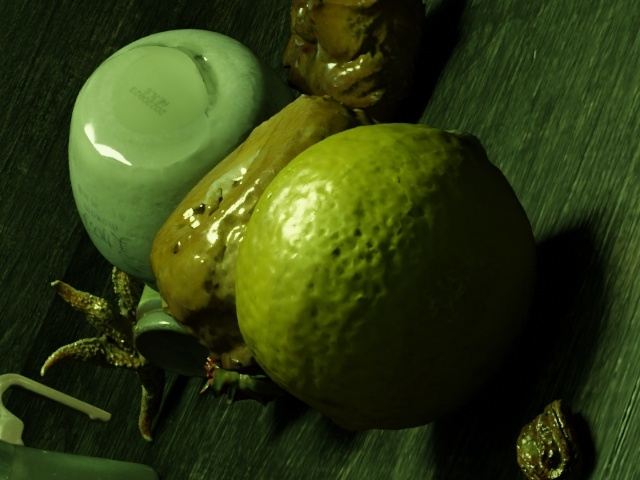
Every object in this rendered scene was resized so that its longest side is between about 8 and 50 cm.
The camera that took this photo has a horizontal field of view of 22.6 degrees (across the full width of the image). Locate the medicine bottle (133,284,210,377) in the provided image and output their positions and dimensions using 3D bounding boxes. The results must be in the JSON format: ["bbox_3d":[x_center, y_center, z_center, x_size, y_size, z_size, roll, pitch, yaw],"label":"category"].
[{"bbox_3d":[-0.156,0.024,2.271,0.151,0.151,0.322,-40,29,53],"label":"medicine bottle"}]

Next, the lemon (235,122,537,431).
[{"bbox_3d":[0.056,0.033,1.437,0.293,0.293,0.293,-54,19,29],"label":"lemon"}]

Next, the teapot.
[{"bbox_3d":[-0.378,0.349,2.127,0.253,0.344,0.300,-30,37,58],"label":"teapot"}]

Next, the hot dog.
[{"bbox_3d":[0.183,0.162,1.271,0.058,0.035,0.083,-52,20,23],"label":"hot dog"}]

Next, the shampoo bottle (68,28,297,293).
[{"bbox_3d":[-0.164,-0.100,2.069,0.317,0.322,0.322,77,-159,-51],"label":"shampoo bottle"}]

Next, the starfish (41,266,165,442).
[{"bbox_3d":[-0.270,0.117,2.326,0.084,0.293,0.301,24,83,40],"label":"starfish"}]

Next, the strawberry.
[{"bbox_3d":[-0.038,0.127,1.929,0.167,0.087,0.208,-16,19,44],"label":"strawberry"}]

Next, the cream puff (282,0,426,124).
[{"bbox_3d":[0.045,-0.263,2.021,0.241,0.155,0.269,-126,31,-51],"label":"cream puff"}]

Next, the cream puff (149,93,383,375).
[{"bbox_3d":[-0.027,0.006,1.765,0.327,0.231,0.343,-51,15,-17],"label":"cream puff"}]
